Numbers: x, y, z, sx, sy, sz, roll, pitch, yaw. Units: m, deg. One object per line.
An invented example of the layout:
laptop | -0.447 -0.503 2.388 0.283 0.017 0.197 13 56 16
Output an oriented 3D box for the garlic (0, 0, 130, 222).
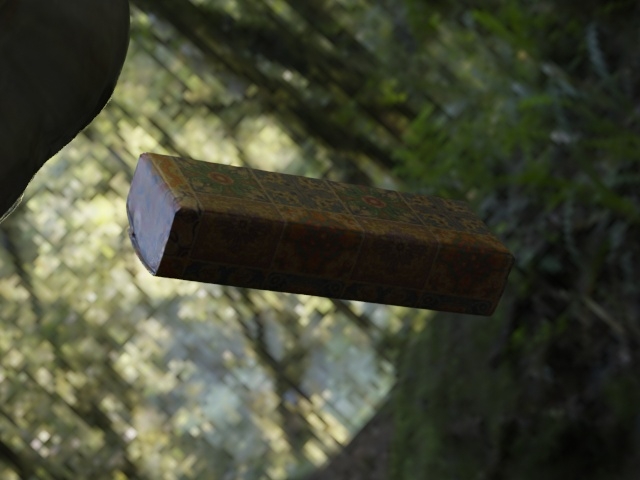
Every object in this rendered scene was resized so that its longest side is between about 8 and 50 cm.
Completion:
garlic | -0.161 -0.092 0.545 0.228 0.228 0.152 -46 35 -19

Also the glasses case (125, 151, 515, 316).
glasses case | 0.000 0.000 1.046 0.075 0.218 0.049 52 129 55
